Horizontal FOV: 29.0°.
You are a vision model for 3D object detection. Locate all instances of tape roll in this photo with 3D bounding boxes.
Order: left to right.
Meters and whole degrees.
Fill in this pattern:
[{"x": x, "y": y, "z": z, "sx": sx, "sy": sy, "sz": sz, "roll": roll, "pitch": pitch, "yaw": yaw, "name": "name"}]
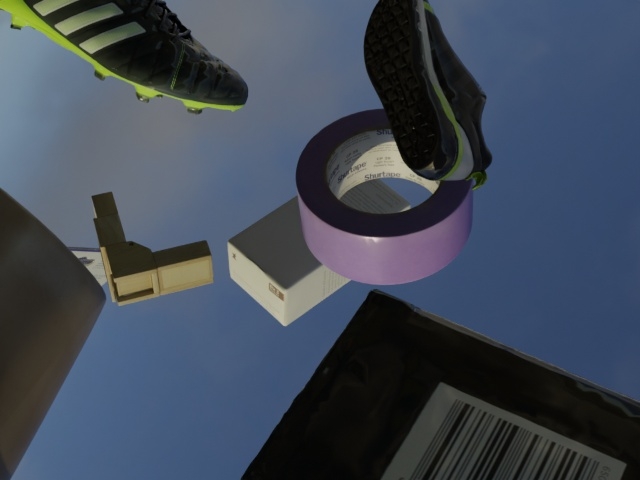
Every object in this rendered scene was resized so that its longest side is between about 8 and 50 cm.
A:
[{"x": 0.070, "y": -0.049, "z": 1.328, "sx": 0.080, "sy": 0.189, "sz": 0.189, "roll": 84, "pitch": 12, "yaw": -49, "name": "tape roll"}]

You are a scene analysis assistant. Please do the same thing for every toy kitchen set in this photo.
[{"x": -0.127, "y": 0.010, "z": 0.937, "sx": 0.068, "sy": 0.075, "sz": 0.083, "roll": 92, "pitch": -19, "yaw": -51, "name": "toy kitchen set"}]

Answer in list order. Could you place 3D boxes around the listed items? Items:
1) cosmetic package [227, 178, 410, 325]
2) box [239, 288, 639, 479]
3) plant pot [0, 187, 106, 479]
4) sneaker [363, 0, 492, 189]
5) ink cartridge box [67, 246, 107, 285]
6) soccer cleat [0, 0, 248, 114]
[{"x": 0.000, "y": 0.000, "z": 1.643, "sx": 0.231, "sy": 0.117, "sz": 0.085, "roll": -34, "pitch": 148, "yaw": -26, "name": "cosmetic package"}, {"x": 0.103, "y": 0.283, "z": 0.916, "sx": 0.212, "sy": 0.294, "sz": 0.395, "roll": -52, "pitch": 158, "yaw": -43, "name": "box"}, {"x": -0.362, "y": 0.092, "z": 1.139, "sx": 0.280, "sy": 0.323, "sz": 0.323, "roll": -49, "pitch": -162, "yaw": -16, "name": "plant pot"}, {"x": 0.113, "y": -0.152, "z": 1.244, "sx": 0.084, "sy": 0.097, "sz": 0.234, "roll": -36, "pitch": -124, "yaw": 45, "name": "sneaker"}, {"x": -0.357, "y": 0.057, "z": 1.498, "sx": 0.224, "sy": 0.223, "sz": 0.045, "roll": -38, "pitch": -107, "yaw": 19, "name": "ink cartridge box"}, {"x": -0.117, "y": -0.132, "z": 0.706, "sx": 0.072, "sy": 0.179, "sz": 0.060, "roll": -63, "pitch": 180, "yaw": 18, "name": "soccer cleat"}]
